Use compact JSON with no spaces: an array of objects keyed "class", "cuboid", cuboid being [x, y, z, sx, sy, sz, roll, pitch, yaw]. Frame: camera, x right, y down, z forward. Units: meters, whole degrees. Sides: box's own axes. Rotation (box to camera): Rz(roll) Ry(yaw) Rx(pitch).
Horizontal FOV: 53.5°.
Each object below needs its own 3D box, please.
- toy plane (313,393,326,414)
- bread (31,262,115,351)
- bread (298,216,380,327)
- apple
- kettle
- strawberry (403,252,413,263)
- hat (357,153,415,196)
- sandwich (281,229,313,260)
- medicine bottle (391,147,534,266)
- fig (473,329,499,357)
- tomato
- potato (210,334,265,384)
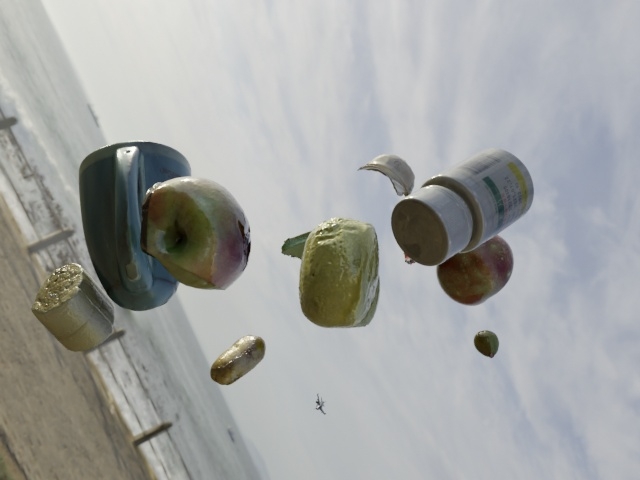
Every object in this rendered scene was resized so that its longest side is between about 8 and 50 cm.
[{"class":"toy plane","cuboid":[-0.002,0.577,2.218,0.078,0.031,0.083,70,19,1]},{"class":"bread","cuboid":[-0.534,0.147,1.376,0.141,0.134,0.148,64,-5,-37]},{"class":"bread","cuboid":[0.050,0.095,1.815,0.320,0.238,0.320,-1,90,-84]},{"class":"apple","cuboid":[-0.203,-0.012,1.071,0.207,0.174,0.188,51,9,15]},{"class":"kettle","cuboid":[-0.394,-0.026,1.353,0.319,0.247,0.341,99,-17,-65]},{"class":"strawberry","cuboid":[0.340,-0.001,2.124,0.236,0.111,0.190,-85,177,-68]},{"class":"hat","cuboid":[0.255,-0.267,2.343,0.220,0.164,0.226,34,-6,16]},{"class":"sandwich","cuboid":[0.000,0.000,2.461,0.245,0.212,0.063,20,37,-40]},{"class":"medicine bottle","cuboid":[0.350,-0.082,1.566,0.208,0.340,0.208,31,-45,36]},{"class":"fig","cuboid":[0.495,0.309,1.879,0.088,0.074,0.073,-106,-177,-48]},{"class":"tomato","cuboid":[0.506,0.079,2.146,0.223,0.270,0.270,35,-10,-10]},{"class":"potato","cuboid":[-0.219,0.321,1.708,0.107,0.171,0.079,-3,-61,59]}]
